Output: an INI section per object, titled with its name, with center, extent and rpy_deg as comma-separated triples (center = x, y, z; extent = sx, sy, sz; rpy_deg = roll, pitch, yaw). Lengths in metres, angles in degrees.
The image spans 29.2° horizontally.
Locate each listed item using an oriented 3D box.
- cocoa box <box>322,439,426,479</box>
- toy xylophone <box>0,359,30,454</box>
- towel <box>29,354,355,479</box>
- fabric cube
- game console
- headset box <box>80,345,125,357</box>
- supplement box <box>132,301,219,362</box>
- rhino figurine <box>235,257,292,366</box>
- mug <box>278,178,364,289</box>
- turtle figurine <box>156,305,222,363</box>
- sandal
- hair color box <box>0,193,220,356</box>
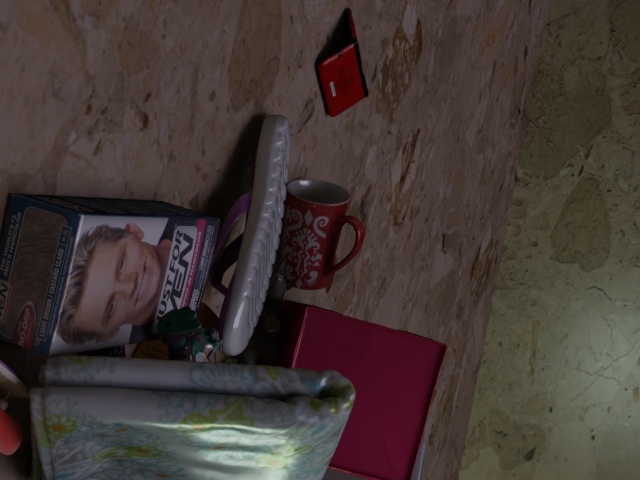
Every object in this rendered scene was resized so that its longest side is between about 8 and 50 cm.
[cocoa box]
center = 0.071, 0.551, 2.454
extent = 0.347, 0.231, 0.228
rpy_deg = -62, 162, -70
[toy xylophone]
center = -0.426, 0.275, 1.347
extent = 0.322, 0.081, 0.236
rpy_deg = -68, 158, -14
[towel]
center = -0.167, 0.248, 1.504
extent = 0.320, 0.374, 0.090
rpy_deg = 109, -17, -58
[fabric cube]
center = 0.039, 0.259, 2.119
extent = 0.258, 0.254, 0.259
rpy_deg = 179, -72, -79
[game console]
center = 0.034, -0.312, 2.168
extent = 0.124, 0.085, 0.144
rpy_deg = -34, 145, -12
[headset box]
center = -0.293, 0.171, 1.668
extent = 0.062, 0.032, 0.083
rpy_deg = -45, 145, -51
[supplement box]
center = -0.231, 0.197, 1.779
extent = 0.080, 0.078, 0.233
rpy_deg = 58, 51, -62
[rhino figurine]
center = -0.096, 0.146, 2.077
extent = 0.106, 0.073, 0.243
rpy_deg = 42, 64, -83
[mug]
center = -0.010, -0.001, 2.114
extent = 0.113, 0.150, 0.169
rpy_deg = -2, 117, -28
[turtle figurine]
center = -0.161, 0.191, 1.632
extent = 0.118, 0.175, 0.234
rpy_deg = -28, 151, -7
[sandal]
center = -0.121, -0.009, 1.878
extent = 0.169, 0.102, 0.416
rpy_deg = 87, 12, -55
[hair color box]
center = -0.264, 0.039, 1.550
extent = 0.347, 0.105, 0.174
rpy_deg = -1, 106, -67
